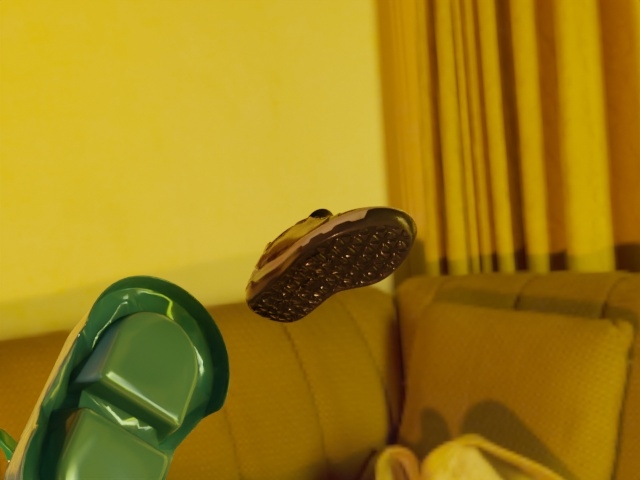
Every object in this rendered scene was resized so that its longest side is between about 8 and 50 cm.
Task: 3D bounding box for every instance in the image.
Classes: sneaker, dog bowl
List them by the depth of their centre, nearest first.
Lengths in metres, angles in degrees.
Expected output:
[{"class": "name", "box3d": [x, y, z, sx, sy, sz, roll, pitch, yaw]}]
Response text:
[{"class": "dog bowl", "box3d": [-0.191, 0.173, 0.937, 0.166, 0.297, 0.074, 38, -43, -24]}, {"class": "sneaker", "box3d": [0.000, 0.000, 0.972, 0.084, 0.097, 0.235, 30, -38, -28]}]

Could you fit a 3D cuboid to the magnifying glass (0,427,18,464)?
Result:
[{"class": "magnifying glass", "box3d": [-0.328, 0.276, 1.132, 0.231, 0.092, 0.026, 23, 14, 5]}]
